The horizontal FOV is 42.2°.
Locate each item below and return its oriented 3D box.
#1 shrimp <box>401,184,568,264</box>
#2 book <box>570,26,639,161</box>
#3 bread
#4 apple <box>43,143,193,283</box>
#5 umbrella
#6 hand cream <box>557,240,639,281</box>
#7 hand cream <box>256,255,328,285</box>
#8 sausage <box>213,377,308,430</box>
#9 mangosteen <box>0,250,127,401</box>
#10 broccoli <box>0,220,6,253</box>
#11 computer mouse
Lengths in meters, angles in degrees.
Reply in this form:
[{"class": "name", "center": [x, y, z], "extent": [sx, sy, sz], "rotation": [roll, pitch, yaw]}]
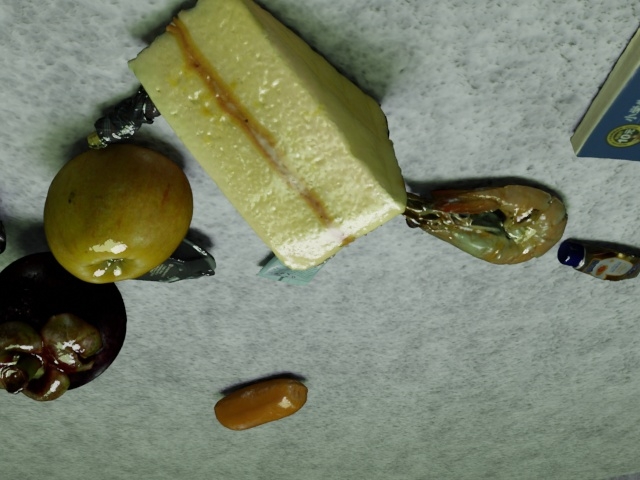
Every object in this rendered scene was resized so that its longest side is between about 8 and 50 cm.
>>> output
[{"class": "shrimp", "center": [0.217, -0.031, 1.119], "extent": [0.267, 0.061, 0.145], "rotation": [15, 139, -18]}, {"class": "book", "center": [0.526, -0.167, 0.886], "extent": [0.428, 0.039, 0.300], "rotation": [4, 151, -7]}, {"class": "bread", "center": [-0.056, -0.104, 0.858], "extent": [0.168, 0.163, 0.264], "rotation": [-34, 137, 27]}, {"class": "apple", "center": [-0.252, -0.030, 1.029], "extent": [0.183, 0.155, 0.182], "rotation": [1, 150, 0]}, {"class": "umbrella", "center": [-0.213, -0.143, 0.944], "extent": [0.144, 0.040, 0.037], "rotation": [-24, 136, 31]}, {"class": "hand cream", "center": [0.433, 0.032, 1.251], "extent": [0.163, 0.039, 0.062], "rotation": [10, 134, -20]}, {"class": "hand cream", "center": [0.000, 0.000, 1.177], "extent": [0.085, 0.058, 0.331], "rotation": [10, 150, -20]}, {"class": "sausage", "center": [-0.133, 0.352, 1.784], "extent": [0.238, 0.098, 0.098], "rotation": [-23, 143, 34]}, {"class": "mangosteen", "center": [-0.390, 0.135, 1.180], "extent": [0.212, 0.250, 0.211], "rotation": [2, 122, 4]}, {"class": "broccoli", "center": [-0.554, 0.004, 1.109], "extent": [0.247, 0.263, 0.243], "rotation": [-43, 110, 8]}, {"class": "computer mouse", "center": [-0.246, 0.017, 1.212], "extent": [0.192, 0.062, 0.106], "rotation": [11, 149, -29]}]
